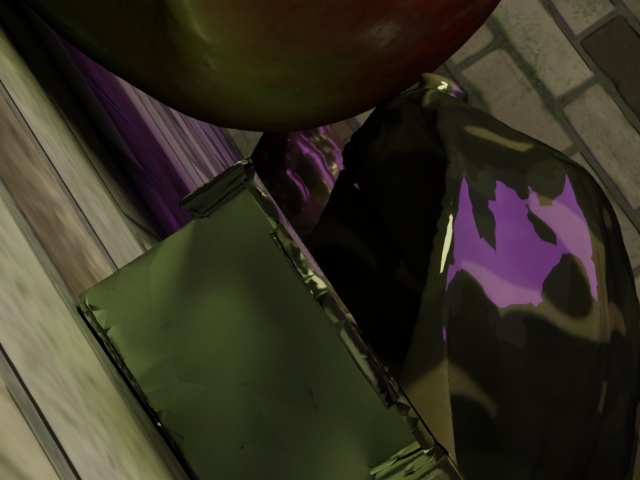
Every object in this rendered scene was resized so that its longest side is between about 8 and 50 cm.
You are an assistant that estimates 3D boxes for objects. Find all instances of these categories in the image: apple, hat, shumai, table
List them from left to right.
[{"bbox_3d":[-0.027,-0.212,0.709,0.319,0.277,0.319,35,-18,13],"label":"apple"},{"bbox_3d":[-0.001,0.059,0.415,0.146,0.062,0.175,56,0,2],"label":"table"},{"bbox_3d":[0.000,0.000,0.981,0.153,0.161,0.209,34,29,-12],"label":"shumai"},{"bbox_3d":[0.121,0.125,0.711,0.381,0.257,0.366,35,10,-18],"label":"hat"}]

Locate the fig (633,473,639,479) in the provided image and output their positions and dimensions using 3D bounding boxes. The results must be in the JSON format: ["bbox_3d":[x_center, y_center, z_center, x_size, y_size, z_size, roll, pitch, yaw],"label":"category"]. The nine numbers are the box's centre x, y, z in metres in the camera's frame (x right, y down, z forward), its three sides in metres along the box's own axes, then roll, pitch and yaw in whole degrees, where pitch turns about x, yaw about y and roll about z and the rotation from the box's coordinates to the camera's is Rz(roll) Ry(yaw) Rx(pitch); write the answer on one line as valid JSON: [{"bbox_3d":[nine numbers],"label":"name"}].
[{"bbox_3d":[0.127,0.168,0.925,0.165,0.154,0.144,22,34,17],"label":"fig"}]
